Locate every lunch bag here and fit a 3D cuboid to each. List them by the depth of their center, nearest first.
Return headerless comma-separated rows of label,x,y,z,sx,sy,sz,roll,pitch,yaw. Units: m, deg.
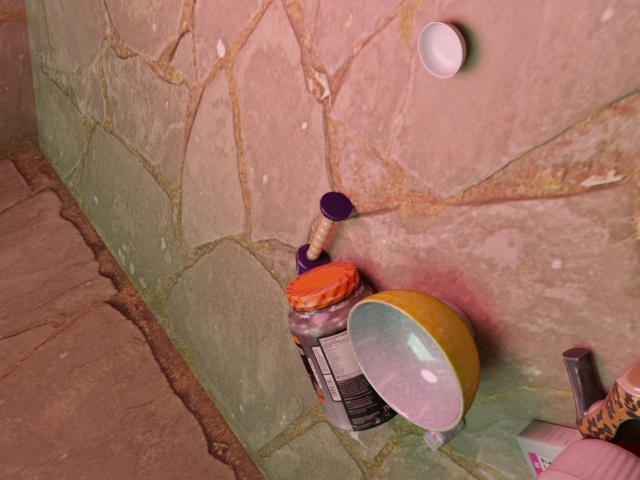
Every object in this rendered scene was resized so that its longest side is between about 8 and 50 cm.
lunch bag,0.272,0.416,1.390,0.053,0.071,0.083,52,151,19

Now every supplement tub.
supplement tub,0.056,0.232,1.409,0.207,0.207,0.338,4,119,54

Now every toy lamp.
toy lamp,0.000,0.000,1.415,0.080,0.080,0.275,50,147,15

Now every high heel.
high heel,0.478,0.269,0.930,0.261,0.093,0.186,10,122,69

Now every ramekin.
ramekin,0.445,0.405,0.974,0.207,0.109,0.207,38,155,22

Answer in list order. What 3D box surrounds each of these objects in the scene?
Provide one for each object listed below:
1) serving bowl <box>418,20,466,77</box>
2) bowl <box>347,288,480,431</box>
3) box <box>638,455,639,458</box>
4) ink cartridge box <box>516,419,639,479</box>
serving bowl,0.185,-0.285,0.938,0.083,0.027,0.083,35,142,34
bowl,0.203,0.200,1.215,0.289,0.156,0.290,36,143,33
box,0.571,0.402,0.959,0.179,0.043,0.105,49,148,7
ink cartridge box,0.501,0.465,1.114,0.238,0.060,0.275,-7,111,58
